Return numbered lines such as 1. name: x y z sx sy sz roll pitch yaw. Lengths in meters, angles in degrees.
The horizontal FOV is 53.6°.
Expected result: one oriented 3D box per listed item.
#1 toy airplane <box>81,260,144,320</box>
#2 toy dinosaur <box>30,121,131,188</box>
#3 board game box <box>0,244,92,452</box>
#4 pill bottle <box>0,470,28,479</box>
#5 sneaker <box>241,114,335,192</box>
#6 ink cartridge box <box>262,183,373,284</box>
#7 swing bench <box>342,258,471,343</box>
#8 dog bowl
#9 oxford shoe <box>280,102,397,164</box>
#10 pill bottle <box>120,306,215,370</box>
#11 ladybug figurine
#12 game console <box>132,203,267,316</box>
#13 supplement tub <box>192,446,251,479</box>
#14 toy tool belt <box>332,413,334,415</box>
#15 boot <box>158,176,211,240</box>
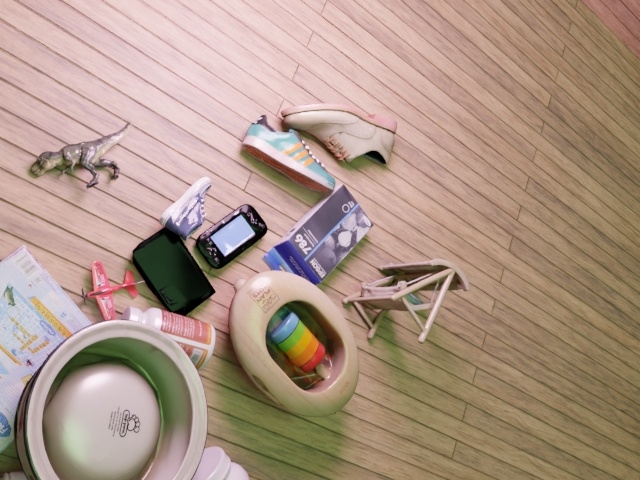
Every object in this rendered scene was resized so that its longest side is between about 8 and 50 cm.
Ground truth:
1. toy airplane: -0.499 0.114 1.522 0.151 0.028 0.151 3 84 -32
2. toy dinosaur: -0.543 -0.193 1.516 0.268 0.064 0.118 -31 94 -34
3. board game box: -0.676 0.232 1.376 0.318 0.066 0.319 -43 107 -28
4. pill bottle: -0.746 0.543 1.214 0.361 0.204 0.204 7 80 -31
5. sneaker: -0.069 -0.243 1.784 0.302 0.108 0.121 30 74 -24
6. ink cartridge box: 0.000 0.000 1.826 0.333 0.065 0.165 -47 109 -26
7. swing bench: 0.249 0.154 1.848 0.254 0.253 0.165 -42 106 -29
8. dog bowl: -0.445 0.381 1.333 0.408 0.150 0.408 23 57 -40
9. oxford shoe: 0.064 -0.310 1.860 0.396 0.140 0.147 5 87 -30
10. pill bottle: -0.374 0.233 1.531 0.216 0.121 0.121 23 73 -27
11. ladybug figurine: -0.084 0.269 1.681 0.305 0.162 0.449 -45 108 -27
12. game console: -0.298 0.020 1.650 0.361 0.044 0.213 -39 105 -30
13. supplement tub: -0.234 0.677 1.501 0.228 0.228 0.316 -36 103 -30
14. toy tool belt: 0.003 0.461 1.786 0.051 0.052 0.083 -25 95 0
15. boot: -0.318 -0.080 1.611 0.086 0.069 0.190 37 55 2
